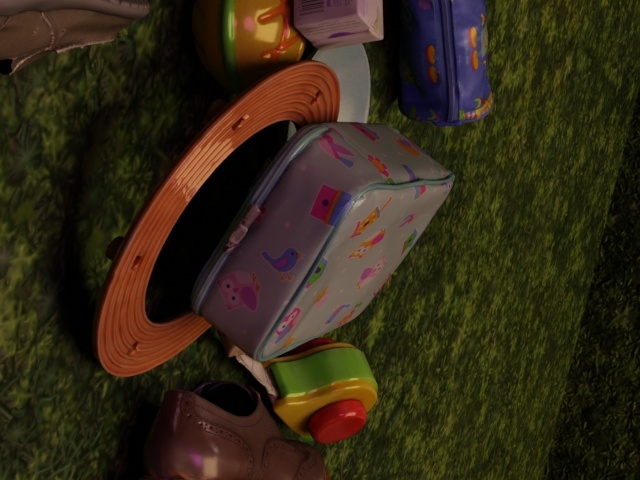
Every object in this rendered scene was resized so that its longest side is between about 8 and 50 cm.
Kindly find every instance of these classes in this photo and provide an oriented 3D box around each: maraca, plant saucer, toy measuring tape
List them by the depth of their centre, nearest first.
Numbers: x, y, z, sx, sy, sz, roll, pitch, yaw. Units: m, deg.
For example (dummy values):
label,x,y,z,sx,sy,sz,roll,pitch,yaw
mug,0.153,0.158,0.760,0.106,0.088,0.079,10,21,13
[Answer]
label,x,y,z,sx,sy,sz,roll,pitch,yaw
maraca,-0.059,-0.181,1.192,0.185,0.099,0.127,66,35,-65
plant saucer,-0.004,-0.130,1.416,0.195,0.037,0.195,-43,141,-49
toy measuring tape,-0.010,0.143,1.463,0.121,0.121,0.330,-66,155,-18

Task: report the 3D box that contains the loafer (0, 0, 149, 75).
label,x,y,z,sx,sy,sz,roll,pitch,yaw
loafer,-0.208,-0.168,0.913,0.087,0.094,0.251,-40,171,22

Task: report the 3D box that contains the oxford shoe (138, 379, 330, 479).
label,x,y,z,sx,sy,sz,roll,pitch,yaw
oxford shoe,-0.070,0.214,1.378,0.364,0.130,0.132,23,71,-71

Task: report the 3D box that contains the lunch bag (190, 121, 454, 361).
label,x,y,z,sx,sy,sz,roll,pitch,yaw
lunch bag,0.000,0.000,1.245,0.224,0.108,0.279,-54,163,19

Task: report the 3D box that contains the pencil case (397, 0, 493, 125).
label,x,y,z,sx,sy,sz,roll,pitch,yaw
pencil case,0.139,-0.271,1.539,0.133,0.119,0.306,-84,169,-47

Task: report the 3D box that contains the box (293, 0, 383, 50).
label,x,y,z,sx,sy,sz,roll,pitch,yaw
box,0.015,-0.331,1.179,0.063,0.067,0.323,31,55,-64

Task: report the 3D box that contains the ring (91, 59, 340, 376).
label,x,y,z,sx,sy,sz,roll,pitch,yaw
ring,-0.094,-0.021,1.186,0.336,0.032,0.336,-49,163,-21
